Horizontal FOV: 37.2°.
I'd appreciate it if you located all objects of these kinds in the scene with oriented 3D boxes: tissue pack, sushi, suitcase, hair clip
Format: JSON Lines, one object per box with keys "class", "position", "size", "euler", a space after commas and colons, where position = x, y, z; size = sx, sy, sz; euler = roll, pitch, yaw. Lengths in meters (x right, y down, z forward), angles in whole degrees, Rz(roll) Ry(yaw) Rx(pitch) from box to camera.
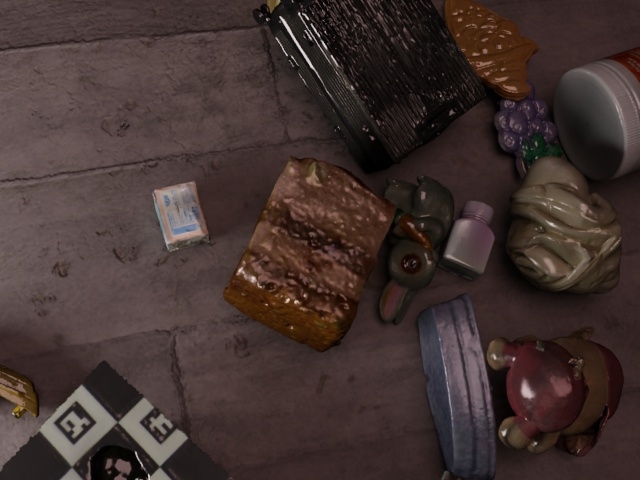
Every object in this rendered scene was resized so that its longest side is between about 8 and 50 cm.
{"class": "tissue pack", "position": [-0.216, -0.037, 1.483], "size": [0.074, 0.059, 0.094], "euler": [-13, 76, -12]}
{"class": "sushi", "position": [-0.314, 0.404, 1.318], "size": [0.296, 0.100, 0.373], "euler": [40, 80, 12]}
{"class": "suitcase", "position": [0.087, -0.302, 1.545], "size": [0.230, 0.152, 0.335], "euler": [-38, 101, -18]}
{"class": "hair clip", "position": [0.354, -0.186, 1.656], "size": [0.124, 0.052, 0.195], "euler": [-22, 85, -22]}

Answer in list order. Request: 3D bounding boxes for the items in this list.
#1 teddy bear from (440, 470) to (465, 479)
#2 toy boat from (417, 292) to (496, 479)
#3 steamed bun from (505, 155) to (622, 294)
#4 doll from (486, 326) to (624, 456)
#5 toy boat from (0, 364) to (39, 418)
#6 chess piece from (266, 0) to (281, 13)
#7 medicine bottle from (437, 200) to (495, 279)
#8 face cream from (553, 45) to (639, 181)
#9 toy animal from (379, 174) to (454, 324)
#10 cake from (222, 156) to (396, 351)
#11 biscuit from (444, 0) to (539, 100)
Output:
{"class": "teddy bear", "position": [0.229, 0.563, 1.258], "size": [0.375, 0.327, 0.362], "euler": [30, 87, 35]}
{"class": "toy boat", "position": [0.214, 0.226, 1.451], "size": [0.078, 0.127, 0.283], "euler": [-5, 76, -12]}
{"class": "steamed bun", "position": [0.369, -0.005, 1.520], "size": [0.144, 0.218, 0.211], "euler": [-30, 55, -17]}
{"class": "doll", "position": [0.360, 0.228, 1.445], "size": [0.256, 0.152, 0.196], "euler": [8, 102, -48]}
{"class": "toy boat", "position": [-0.505, 0.203, 1.351], "size": [0.226, 0.068, 0.088], "euler": [25, 75, -6]}
{"class": "chess piece", "position": [0.013, -0.420, 1.643], "size": [0.200, 0.090, 0.090], "euler": [5, 72, -17]}
{"class": "medicine bottle", "position": [0.245, -0.003, 1.566], "size": [0.074, 0.055, 0.118], "euler": [22, 71, -3]}
{"class": "face cream", "position": [0.528, -0.220, 1.612], "size": [0.187, 0.201, 0.201], "euler": [-19, 78, -16]}
{"class": "toy animal", "position": [0.157, 0.012, 1.518], "size": [0.138, 0.108, 0.236], "euler": [10, 73, -40]}
{"class": "cake", "position": [0.000, 0.000, 1.446], "size": [0.196, 0.198, 0.293], "euler": [27, 69, 1]}
{"class": "biscuit", "position": [0.290, -0.347, 1.669], "size": [0.162, 0.035, 0.250], "euler": [-22, 64, -20]}
